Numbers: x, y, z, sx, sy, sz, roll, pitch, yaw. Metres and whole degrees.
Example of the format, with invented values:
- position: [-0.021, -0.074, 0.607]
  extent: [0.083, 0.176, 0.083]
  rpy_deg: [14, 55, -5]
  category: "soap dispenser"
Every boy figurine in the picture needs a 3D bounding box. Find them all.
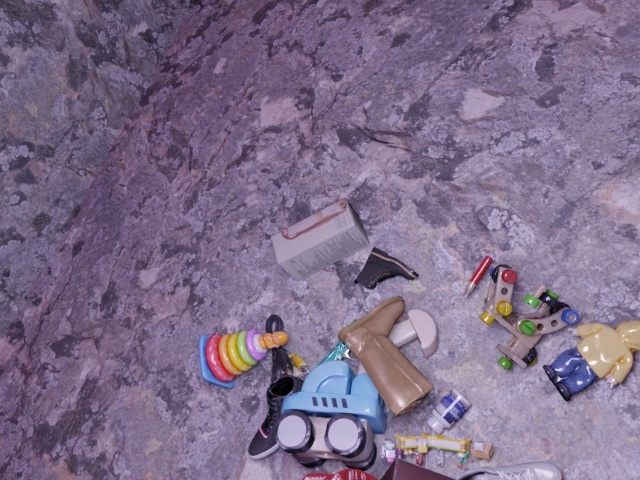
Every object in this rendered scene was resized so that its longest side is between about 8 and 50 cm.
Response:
- position: [0.709, 0.282, 1.434]
  extent: [0.285, 0.092, 0.177]
  rpy_deg: [-36, 52, 5]
  category: "boy figurine"

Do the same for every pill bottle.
- position: [0.348, 0.468, 1.541]
  extent: [0.120, 0.067, 0.067]
  rpy_deg: [-47, 52, -2]
  category: "pill bottle"

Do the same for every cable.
- position: [-0.128, 0.380, 1.876]
  extent: [0.139, 0.072, 0.287]
  rpy_deg: [-51, 38, 16]
  category: "cable"

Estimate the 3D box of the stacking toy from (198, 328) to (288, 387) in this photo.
- position: [-0.239, 0.354, 1.847]
  extent: [0.301, 0.175, 0.166]
  rpy_deg: [-24, 56, 19]
  category: "stacking toy"

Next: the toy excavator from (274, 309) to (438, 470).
- position: [0.112, 0.409, 1.617]
  extent: [0.432, 0.222, 0.445]
  rpy_deg: [-2, 58, 17]
  category: "toy excavator"

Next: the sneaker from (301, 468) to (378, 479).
- position: [0.052, 0.687, 1.572]
  extent: [0.221, 0.128, 0.087]
  rpy_deg: [7, 61, -1]
  category: "sneaker"

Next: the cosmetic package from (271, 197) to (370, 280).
- position: [0.000, 0.000, 1.942]
  extent: [0.296, 0.153, 0.129]
  rpy_deg: [-27, 52, 12]
  category: "cosmetic package"

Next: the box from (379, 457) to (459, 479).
- position: [0.220, 0.675, 1.359]
  extent: [0.167, 0.168, 0.203]
  rpy_deg: [19, 45, 2]
  category: "box"

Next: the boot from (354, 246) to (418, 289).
- position: [0.210, 0.119, 1.817]
  extent: [0.198, 0.077, 0.137]
  rpy_deg: [29, 84, 50]
  category: "boot"

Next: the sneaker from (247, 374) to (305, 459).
- position: [-0.143, 0.524, 1.714]
  extent: [0.296, 0.147, 0.104]
  rpy_deg: [-46, 36, -4]
  category: "sneaker"

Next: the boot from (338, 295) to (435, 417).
- position: [0.210, 0.306, 1.527]
  extent: [0.236, 0.089, 0.269]
  rpy_deg: [-31, 58, -17]
  category: "boot"

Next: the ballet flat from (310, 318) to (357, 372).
- position: [0.069, 0.359, 1.750]
  extent: [0.087, 0.083, 0.247]
  rpy_deg: [38, 87, 24]
  category: "ballet flat"

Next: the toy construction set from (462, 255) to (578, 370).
- position: [0.498, 0.203, 1.536]
  extent: [0.237, 0.257, 0.309]
  rpy_deg: [-57, 31, 6]
  category: "toy construction set"

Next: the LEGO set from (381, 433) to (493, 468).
- position: [0.303, 0.575, 1.486]
  extent: [0.286, 0.132, 0.107]
  rpy_deg: [1, 80, 5]
  category: "LEGO set"

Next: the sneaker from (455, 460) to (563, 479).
- position: [0.454, 0.594, 1.378]
  extent: [0.262, 0.121, 0.099]
  rpy_deg: [-18, 57, 19]
  category: "sneaker"
